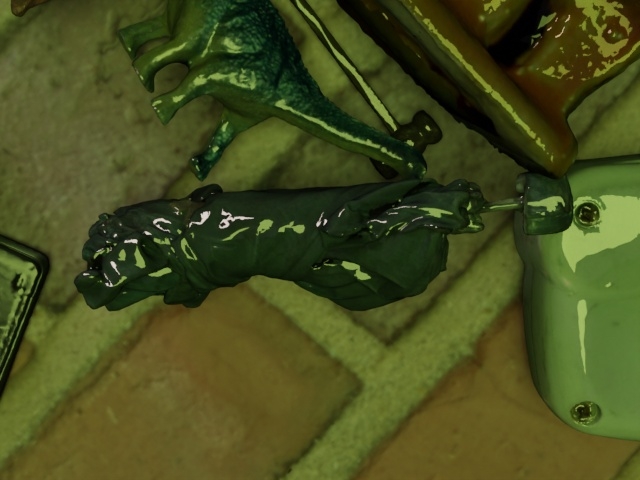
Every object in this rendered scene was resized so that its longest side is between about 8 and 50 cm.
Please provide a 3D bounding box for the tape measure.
[{"bbox_3d":[0.279,0.032,0.682,0.243,0.125,0.246,-7,97,0],"label":"tape measure"}]

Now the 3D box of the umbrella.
[{"bbox_3d":[0.000,0.003,0.638,0.348,0.143,0.094,-6,106,10],"label":"umbrella"}]

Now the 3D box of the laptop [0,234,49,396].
[{"bbox_3d":[-0.337,0.043,0.720,0.207,0.026,0.154,23,97,-4],"label":"laptop"}]

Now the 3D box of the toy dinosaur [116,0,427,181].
[{"bbox_3d":[-0.076,-0.151,0.676,0.147,0.076,0.363,-36,89,-5],"label":"toy dinosaur"}]

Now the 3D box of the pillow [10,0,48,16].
[{"bbox_3d":[-0.139,-0.293,0.617,0.223,0.084,0.236,-13,75,22],"label":"pillow"}]

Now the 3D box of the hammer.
[{"bbox_3d":[-0.014,-0.178,0.701,0.058,0.029,0.292,-38,95,2],"label":"hammer"}]

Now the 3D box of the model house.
[{"bbox_3d":[0.133,-0.214,0.621,0.239,0.173,0.268,-43,95,4],"label":"model house"}]
